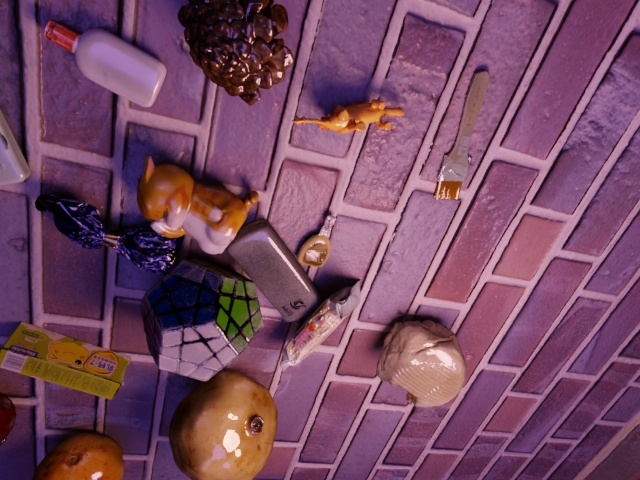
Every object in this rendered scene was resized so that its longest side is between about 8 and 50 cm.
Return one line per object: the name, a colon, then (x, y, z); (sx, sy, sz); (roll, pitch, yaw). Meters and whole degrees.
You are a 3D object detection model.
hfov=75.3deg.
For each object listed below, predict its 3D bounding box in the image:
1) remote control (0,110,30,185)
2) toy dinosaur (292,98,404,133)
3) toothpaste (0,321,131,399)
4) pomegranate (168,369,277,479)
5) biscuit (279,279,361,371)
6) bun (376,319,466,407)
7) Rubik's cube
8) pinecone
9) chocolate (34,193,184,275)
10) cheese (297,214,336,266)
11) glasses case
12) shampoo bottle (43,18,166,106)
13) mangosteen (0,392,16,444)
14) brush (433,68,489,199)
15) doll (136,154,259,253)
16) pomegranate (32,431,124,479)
remote control: (-0.743, -0.256, 0.867); (0.140, 0.056, 0.297); (-11, 120, -5)
toy dinosaur: (0.059, -0.278, 0.945); (0.288, 0.117, 0.071); (-13, 109, -19)
toothpaste: (-0.727, 0.346, 1.188); (0.327, 0.110, 0.077); (28, 111, -22)
pomegranate: (-0.281, 0.564, 1.256); (0.332, 0.333, 0.333); (-4, 120, -7)
biscuit: (0.002, 0.248, 1.215); (0.079, 0.186, 0.309); (46, 111, 10)
bun: (0.323, 0.369, 1.315); (0.281, 0.205, 0.282); (3, 127, 4)
Rubik's cube: (-0.307, 0.197, 1.076); (0.318, 0.319, 0.264); (-11, 147, -2)
pinecone: (-0.157, -0.393, 0.795); (0.202, 0.201, 0.229); (-30, 117, 14)
chocolate: (-0.518, -0.015, 1.013); (0.343, 0.126, 0.148); (20, 157, -15)
cheese: (0.000, 0.000, 1.142); (0.086, 0.036, 0.163); (17, 116, -19)
glasses case: (-0.121, 0.090, 1.154); (0.131, 0.074, 0.323); (-28, 120, 9)
shampoo bottle: (-0.438, -0.370, 0.850); (0.220, 0.051, 0.108); (25, 116, -22)
mangosteen: (-1.034, 0.518, 1.198); (0.257, 0.215, 0.215); (45, 106, -8)
brush: (0.364, -0.258, 1.057); (0.085, 0.020, 0.337); (1, 120, -9)
doll: (-0.301, -0.076, 0.982); (0.269, 0.162, 0.166); (22, 141, -26)
pomegranate: (-0.780, 0.763, 1.353); (0.264, 0.264, 0.264); (-4, 120, -7)
